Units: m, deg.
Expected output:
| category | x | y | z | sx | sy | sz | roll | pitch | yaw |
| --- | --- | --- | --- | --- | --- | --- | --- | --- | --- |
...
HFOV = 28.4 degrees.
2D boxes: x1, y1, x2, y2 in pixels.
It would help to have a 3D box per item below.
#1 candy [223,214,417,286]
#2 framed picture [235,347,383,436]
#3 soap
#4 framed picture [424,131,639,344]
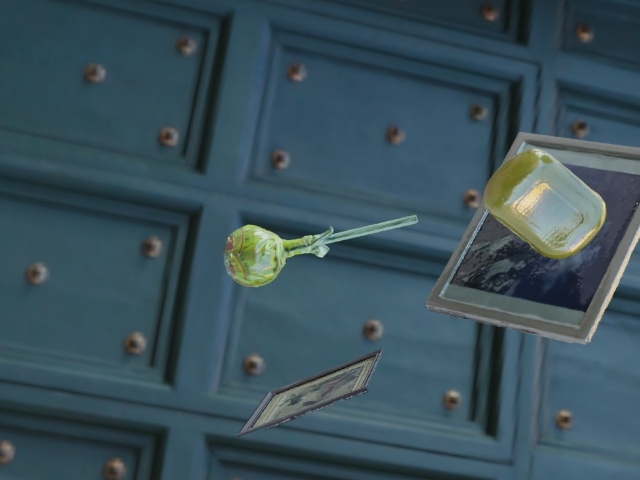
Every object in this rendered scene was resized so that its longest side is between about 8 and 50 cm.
| category | x | y | z | sx | sy | sz | roll | pitch | yaw |
| --- | --- | --- | --- | --- | --- | --- | --- | --- | --- |
| candy | 0.000 | 0.001 | 1.671 | 0.073 | 0.262 | 0.077 | -98 | 175 | -69 |
| framed picture | -0.010 | 0.213 | 1.770 | 0.010 | 0.199 | 0.195 | 66 | 14 | -6 |
| soap | 0.233 | -0.038 | 1.312 | 0.089 | 0.140 | 0.045 | -44 | -152 | 20 |
| framed picture | 0.267 | -0.010 | 1.458 | 0.281 | 0.209 | 0.019 | -60 | 141 | -28 |
